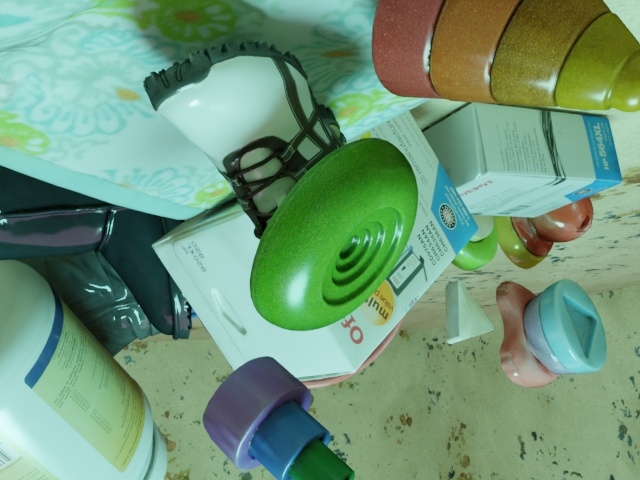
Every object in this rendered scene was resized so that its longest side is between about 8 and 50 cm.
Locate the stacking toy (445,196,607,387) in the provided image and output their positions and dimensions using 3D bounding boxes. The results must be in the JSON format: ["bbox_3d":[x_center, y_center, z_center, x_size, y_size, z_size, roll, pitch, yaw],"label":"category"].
[{"bbox_3d":[0.289,0.032,1.057,0.279,0.309,0.130,18,147,-40],"label":"stacking toy"}]

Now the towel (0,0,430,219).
[{"bbox_3d":[-0.067,-0.124,0.464,0.320,0.090,0.374,-21,163,25],"label":"towel"}]

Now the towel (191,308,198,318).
[{"bbox_3d":[-0.276,0.106,1.432,0.209,0.034,0.285,-7,-169,-2],"label":"towel"}]

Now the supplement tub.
[{"bbox_3d":[-0.333,0.200,0.874,0.228,0.228,0.316,-10,133,18],"label":"supplement tub"}]

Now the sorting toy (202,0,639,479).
[{"bbox_3d":[0.057,0.005,0.420,0.126,0.366,0.127,36,-160,28],"label":"sorting toy"}]

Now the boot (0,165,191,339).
[{"bbox_3d":[-0.242,0.000,0.791,0.207,0.247,0.094,-6,-152,-6],"label":"boot"}]

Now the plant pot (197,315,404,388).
[{"bbox_3d":[-0.052,0.039,0.983,0.274,0.275,0.243,-1,177,-22],"label":"plant pot"}]

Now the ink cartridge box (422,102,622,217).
[{"bbox_3d":[0.213,-0.086,0.881,0.203,0.086,0.148,2,166,-29],"label":"ink cartridge box"}]

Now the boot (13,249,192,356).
[{"bbox_3d":[-0.318,0.026,0.978,0.222,0.118,0.338,-28,132,-2],"label":"boot"}]

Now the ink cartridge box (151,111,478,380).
[{"bbox_3d":[0.000,0.000,0.740,0.168,0.171,0.232,-19,-162,49],"label":"ink cartridge box"}]

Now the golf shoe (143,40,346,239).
[{"bbox_3d":[-0.024,-0.046,0.450,0.077,0.094,0.198,-22,161,21],"label":"golf shoe"}]
